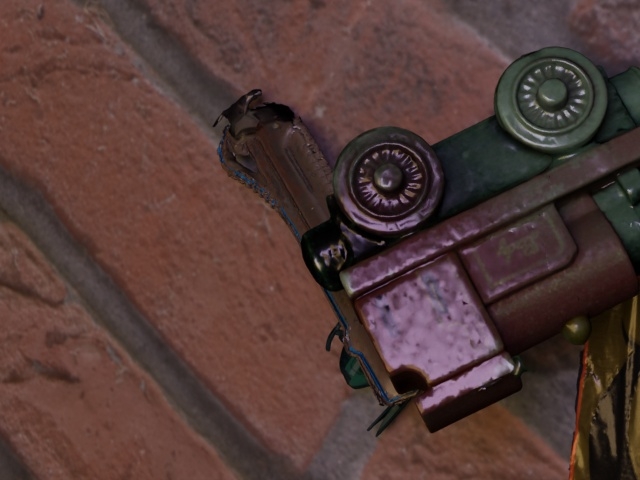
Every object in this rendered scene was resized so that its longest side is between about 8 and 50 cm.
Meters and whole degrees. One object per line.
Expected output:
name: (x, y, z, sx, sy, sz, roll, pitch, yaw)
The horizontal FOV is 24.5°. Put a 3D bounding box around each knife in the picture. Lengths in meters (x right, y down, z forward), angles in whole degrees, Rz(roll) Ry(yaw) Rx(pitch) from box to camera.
knife: (0.004, 0.001, 1.287, 0.089, 0.043, 0.365, -48, 51, 20)

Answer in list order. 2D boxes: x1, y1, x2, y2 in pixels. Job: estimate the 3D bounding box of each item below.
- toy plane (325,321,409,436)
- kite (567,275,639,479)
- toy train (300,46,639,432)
toy plane: (0.081, 0.067, 1.282, 0.096, 0.060, 0.235, 43, 119, 15)
kite: (0.337, 0.160, 1.146, 0.327, 0.013, 0.377, -47, 69, 27)
toy train: (0.146, -0.006, 1.128, 0.304, 0.150, 0.221, -27, 74, 1)
